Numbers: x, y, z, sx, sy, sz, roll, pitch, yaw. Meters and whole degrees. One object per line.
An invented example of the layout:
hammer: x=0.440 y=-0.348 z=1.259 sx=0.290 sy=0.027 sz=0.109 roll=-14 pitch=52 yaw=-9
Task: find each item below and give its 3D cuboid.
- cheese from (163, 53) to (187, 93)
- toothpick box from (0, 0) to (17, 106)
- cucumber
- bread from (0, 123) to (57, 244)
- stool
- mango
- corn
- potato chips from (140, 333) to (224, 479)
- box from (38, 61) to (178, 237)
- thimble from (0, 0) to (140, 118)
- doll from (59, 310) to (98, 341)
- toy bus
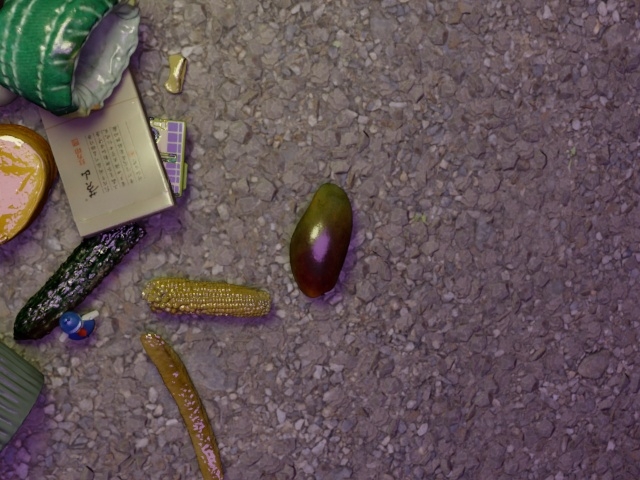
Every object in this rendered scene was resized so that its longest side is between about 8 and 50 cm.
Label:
cheese: x=-0.314 y=-0.359 z=1.545 sx=0.044 sy=0.030 sz=0.083 roll=15 pitch=99 yaw=5
toothpick box: x=-0.657 y=-0.397 z=1.369 sx=0.229 sy=0.229 sz=0.316 roll=22 pitch=94 yaw=-16
cucumber: x=-0.525 y=0.083 z=1.522 sx=0.096 sy=0.096 sz=0.359 roll=44 pitch=85 yaw=-16
bread: x=-0.652 y=-0.106 z=1.436 sx=0.195 sy=0.142 sz=0.270 roll=34 pitch=91 yaw=-19
stool: x=-0.756 y=0.283 z=1.400 sx=0.330 sy=0.297 sz=0.297 roll=41 pitch=87 yaw=-21
mango: x=0.000 y=0.000 z=1.637 sx=0.133 sy=0.111 sz=0.268 roll=13 pitch=90 yaw=-4
corn: x=-0.254 y=0.132 z=1.605 sx=0.288 sy=0.086 sz=0.087 roll=7 pitch=96 yaw=-17
potato chips: x=-0.304 y=0.377 z=1.633 sx=0.057 sy=0.080 sz=0.407 roll=-18 pitch=104 yaw=6
box: x=-0.443 y=-0.207 z=1.455 sx=0.204 sy=0.051 sz=0.365 roll=-19 pitch=86 yaw=0
thimble: x=-0.459 y=-0.373 z=1.313 sx=0.167 sy=0.254 sz=0.288 roll=25 pitch=75 yaw=4
doll: x=-0.517 y=0.179 z=1.518 sx=0.098 sy=0.143 sz=0.058 roll=-38 pitch=77 yaw=-11
toy bus: x=-0.336 y=-0.173 z=1.536 sx=0.101 sy=0.088 sz=0.175 roll=2 pitch=96 yaw=-16
